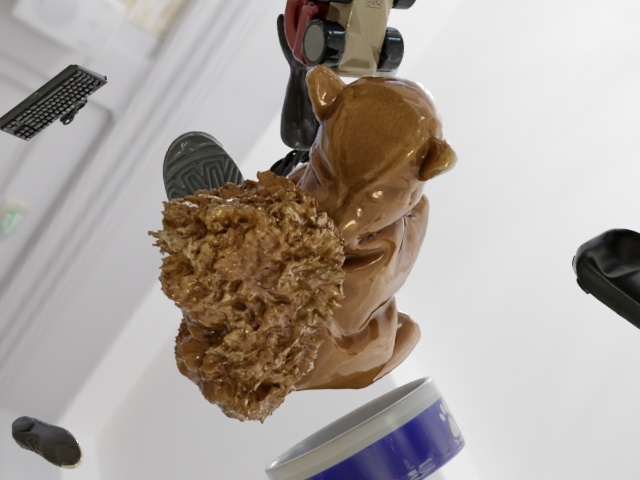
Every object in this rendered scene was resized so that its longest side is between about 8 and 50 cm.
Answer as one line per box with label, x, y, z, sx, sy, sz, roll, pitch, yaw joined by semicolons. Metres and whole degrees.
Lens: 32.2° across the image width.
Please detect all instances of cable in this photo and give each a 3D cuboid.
cable;-0.029;-0.078;1.764;0.184;0.047;0.151;-21;-111;11

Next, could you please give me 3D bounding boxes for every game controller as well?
game controller;0.426;0.094;1.217;0.067;0.319;0.166;-55;180;-23

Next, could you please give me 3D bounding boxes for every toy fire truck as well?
toy fire truck;-0.009;-0.338;1.380;0.246;0.158;0.217;41;-55;50

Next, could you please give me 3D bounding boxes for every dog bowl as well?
dog bowl;0.062;0.294;1.525;0.265;0.265;0.104;-32;-95;41

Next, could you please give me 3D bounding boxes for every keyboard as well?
keyboard;-0.413;-0.211;1.743;0.180;0.108;0.023;-30;-112;22

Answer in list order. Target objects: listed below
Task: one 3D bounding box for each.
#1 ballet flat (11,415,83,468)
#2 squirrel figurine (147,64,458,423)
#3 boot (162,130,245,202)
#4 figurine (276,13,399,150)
ballet flat;-0.429;0.324;1.762;0.173;0.049;0.057;17;-130;41
squirrel figurine;0.000;0.000;1.237;0.397;0.281;0.370;-36;161;-49
boot;-0.228;-0.124;2.241;0.146;0.367;0.445;-24;-151;-1
figurine;0.033;-0.220;1.617;0.215;0.209;0.092;18;-133;25
